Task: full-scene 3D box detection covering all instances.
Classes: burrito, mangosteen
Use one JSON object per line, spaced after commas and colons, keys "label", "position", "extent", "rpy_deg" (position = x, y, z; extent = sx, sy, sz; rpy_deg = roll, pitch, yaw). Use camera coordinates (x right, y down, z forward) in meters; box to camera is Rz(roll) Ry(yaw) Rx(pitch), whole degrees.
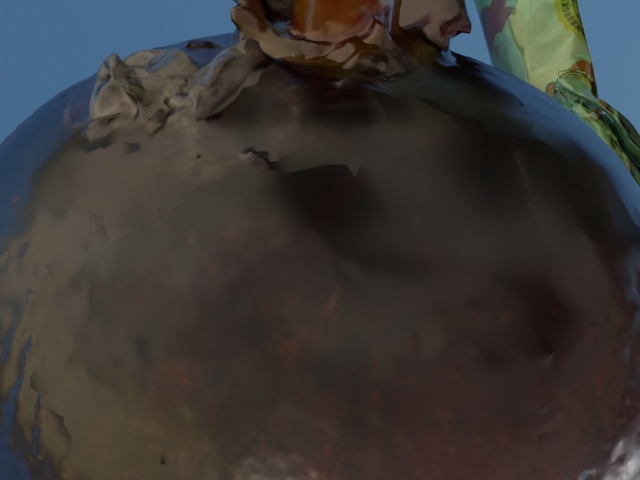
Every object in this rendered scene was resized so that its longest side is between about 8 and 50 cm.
{"label": "burrito", "position": [0.136, -0.052, 0.811], "extent": [0.054, 0.104, 0.288], "rpy_deg": [0, -118, -14]}
{"label": "mangosteen", "position": [0.000, 0.000, 0.461], "extent": [0.236, 0.235, 0.261], "rpy_deg": [6, -70, 0]}
